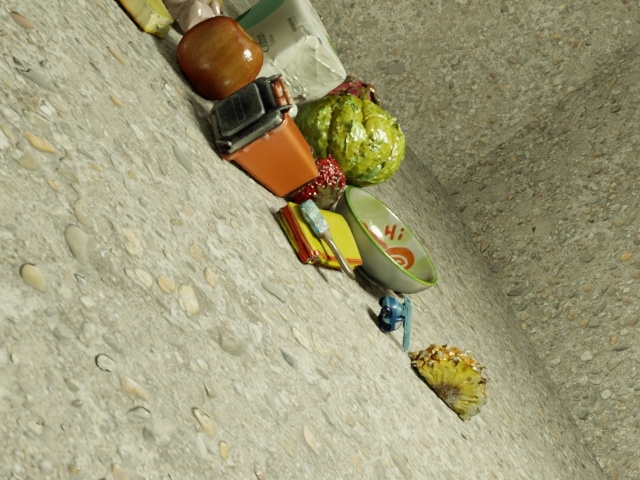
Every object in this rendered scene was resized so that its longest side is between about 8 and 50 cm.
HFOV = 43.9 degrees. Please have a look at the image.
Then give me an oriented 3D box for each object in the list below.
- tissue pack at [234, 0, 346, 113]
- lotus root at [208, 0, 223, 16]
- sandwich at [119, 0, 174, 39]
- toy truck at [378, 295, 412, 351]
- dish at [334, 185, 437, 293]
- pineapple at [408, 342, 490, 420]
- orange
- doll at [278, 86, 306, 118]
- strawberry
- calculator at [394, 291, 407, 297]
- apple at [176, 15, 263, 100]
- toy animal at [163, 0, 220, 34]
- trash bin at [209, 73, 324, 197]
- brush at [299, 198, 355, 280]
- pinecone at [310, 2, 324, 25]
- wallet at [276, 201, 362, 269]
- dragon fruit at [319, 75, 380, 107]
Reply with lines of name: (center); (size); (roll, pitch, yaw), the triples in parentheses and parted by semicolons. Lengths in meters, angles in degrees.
tissue pack: (-0.109, -0.502, 2.118); (0.194, 0.266, 0.356); (48, 15, -38)
lotus root: (-0.334, -0.655, 2.082); (0.118, 0.125, 0.221); (-24, 69, -40)
sandwich: (-0.387, -0.525, 1.762); (0.162, 0.058, 0.193); (51, 14, -15)
toy truck: (0.168, 0.192, 1.814); (0.063, 0.074, 0.136); (-92, -177, -62)
dish: (0.137, 0.023, 1.975); (0.324, 0.124, 0.324); (40, 20, -18)
pineapple: (0.323, 0.310, 1.853); (0.233, 0.135, 0.079); (45, 17, -23)
orange: (0.063, -0.260, 2.013); (0.301, 0.300, 0.223); (23, 76, -55)
doll: (-0.116, -0.306, 1.881); (0.119, 0.154, 0.278); (49, 14, 1)
strawberry: (-0.003, -0.123, 1.831); (0.145, 0.145, 0.086); (34, 16, -50)
calculator: (0.182, 0.090, 2.129); (0.166, 0.024, 0.103); (49, 16, -23)
apple: (-0.225, -0.408, 1.766); (0.181, 0.168, 0.181); (43, 16, -15)
toy animal: (-0.345, -0.599, 1.942); (0.212, 0.124, 0.124); (51, 14, 16)
trash bin: (-0.100, -0.219, 1.700); (0.238, 0.184, 0.161); (45, 20, -48)
brush: (0.018, 0.002, 1.667); (0.196, 0.021, 0.070); (59, 22, -4)
pinecone: (-0.107, -0.613, 2.439); (0.246, 0.246, 0.292); (47, 31, -21)
wallet: (0.000, 0.000, 1.739); (0.241, 0.067, 0.141); (13, 47, -61)
dragon fruit: (0.068, -0.315, 2.295); (0.269, 0.250, 0.291); (70, 9, -51)
